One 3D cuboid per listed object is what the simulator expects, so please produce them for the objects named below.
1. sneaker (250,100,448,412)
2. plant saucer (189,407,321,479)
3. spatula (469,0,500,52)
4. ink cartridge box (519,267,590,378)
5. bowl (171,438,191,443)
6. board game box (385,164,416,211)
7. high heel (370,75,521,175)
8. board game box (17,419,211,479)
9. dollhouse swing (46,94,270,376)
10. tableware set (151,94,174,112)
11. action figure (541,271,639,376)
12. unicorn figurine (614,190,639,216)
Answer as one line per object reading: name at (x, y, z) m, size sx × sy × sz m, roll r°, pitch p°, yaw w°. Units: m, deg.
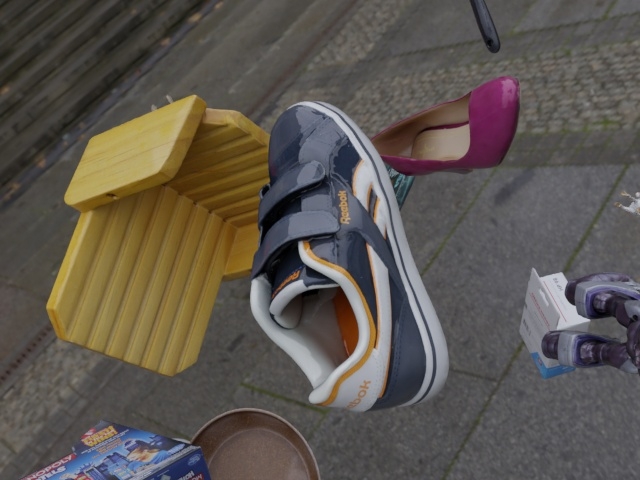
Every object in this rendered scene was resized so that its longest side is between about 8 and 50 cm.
sneaker at (0.000, 0.000, 0.701) m, size 0.126 × 0.128 × 0.321 m, roll -49°, pitch 54°, yaw 42°
plant saucer at (-0.085, 0.309, 0.962) m, size 0.199 × 0.036 × 0.198 m, roll -5°, pitch 77°, yaw 21°
spatula at (0.251, -0.467, 1.366) m, size 0.030 × 0.296 × 0.084 m, roll -26°, pitch 0°, yaw -33°
ink cartridge box at (0.377, 0.128, 1.249) m, size 0.060 × 0.180 × 0.104 m, roll -13°, pitch 49°, yaw -6°
bowl at (-0.240, 0.451, 1.459) m, size 0.142 × 0.053 × 0.142 m, roll 12°, pitch 100°, yaw 54°
board game box at (0.139, -0.089, 1.574) m, size 0.186 × 0.026 × 0.126 m, roll -65°, pitch 18°, yaw -9°
high heel at (0.190, -0.173, 1.238) m, size 0.377 × 0.182 × 0.127 m, roll 115°, pitch 161°, yaw -76°
board game box at (-0.257, 0.281, 0.899) m, size 0.194 × 0.060 × 0.194 m, roll -23°, pitch 17°, yaw -31°
dollhouse swing at (-0.192, 0.022, 1.202) m, size 0.315 × 0.347 × 0.304 m, roll -15°, pitch 59°, yaw 32°
tableware set at (-0.247, -0.207, 1.443) m, size 0.039 × 0.128 × 0.194 m, roll -55°, pitch 29°, yaw 18°
action figure at (0.309, 0.092, 0.732) m, size 0.099 × 0.185 × 0.285 m, roll 6°, pitch 5°, yaw -5°
unicorn figurine at (0.682, -0.071, 1.637) m, size 0.060 × 0.111 × 0.162 m, roll -59°, pitch 30°, yaw 22°
